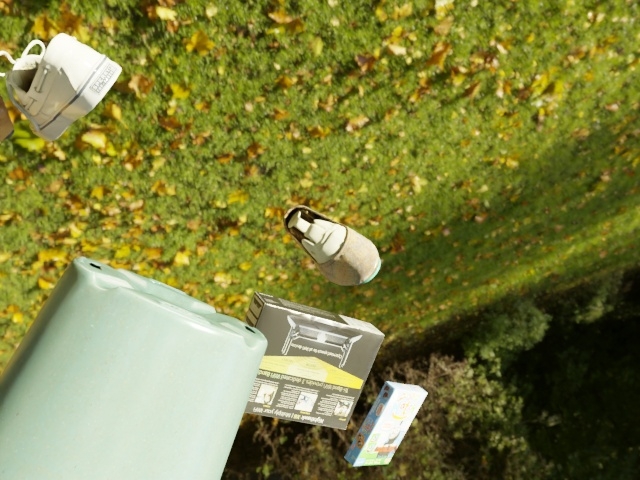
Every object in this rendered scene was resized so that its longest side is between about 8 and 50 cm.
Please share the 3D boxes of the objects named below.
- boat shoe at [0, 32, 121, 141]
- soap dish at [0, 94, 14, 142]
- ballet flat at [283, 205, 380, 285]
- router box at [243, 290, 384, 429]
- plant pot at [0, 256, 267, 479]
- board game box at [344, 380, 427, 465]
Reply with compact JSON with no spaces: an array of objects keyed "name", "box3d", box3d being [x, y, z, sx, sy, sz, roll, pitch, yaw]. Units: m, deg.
[{"name":"boat shoe","box3d":[-0.488,-0.279,0.987,0.156,0.136,0.367,38,159,-30]},{"name":"soap dish","box3d":[-0.716,-0.185,1.018,0.290,0.229,0.118,12,150,34]},{"name":"ballet flat","box3d":[0.000,0.000,1.083,0.106,0.316,0.108,38,86,-27]},{"name":"router box","box3d":[-0.041,0.271,1.242,0.308,0.243,0.081,19,-174,-26]},{"name":"plant pot","box3d":[-0.242,0.219,0.665,0.341,0.334,0.341,24,173,3]},{"name":"board game box","box3d":[0.163,0.450,1.375,0.160,0.039,0.212,23,95,-48]}]
